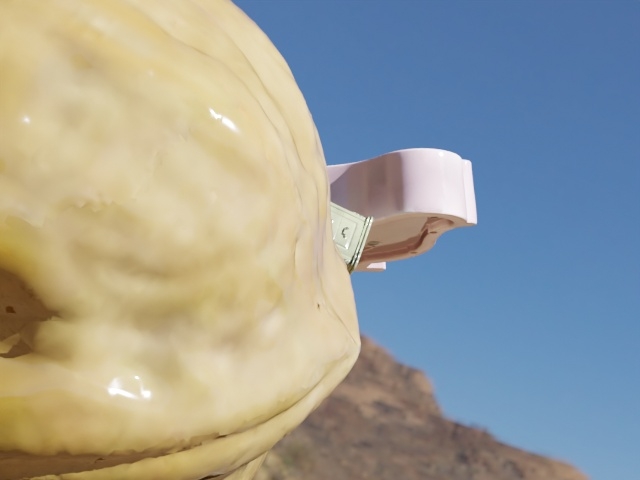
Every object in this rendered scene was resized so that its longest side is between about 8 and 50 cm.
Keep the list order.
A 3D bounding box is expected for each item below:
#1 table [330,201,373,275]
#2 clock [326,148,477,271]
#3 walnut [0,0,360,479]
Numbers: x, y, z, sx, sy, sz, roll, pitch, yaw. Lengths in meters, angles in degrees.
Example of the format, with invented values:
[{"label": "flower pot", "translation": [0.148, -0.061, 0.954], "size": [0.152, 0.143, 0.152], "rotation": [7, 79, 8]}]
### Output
[{"label": "table", "translation": [0.000, 0.000, 1.635], "size": [0.083, 0.079, 0.062], "rotation": [25, -42, -5]}, {"label": "clock", "translation": [0.008, -0.039, 1.758], "size": [0.290, 0.080, 0.275], "rotation": [5, -16, -29]}, {"label": "walnut", "translation": [-0.149, 0.001, 0.655], "size": [0.344, 0.306, 0.306], "rotation": [13, -12, 5]}]
